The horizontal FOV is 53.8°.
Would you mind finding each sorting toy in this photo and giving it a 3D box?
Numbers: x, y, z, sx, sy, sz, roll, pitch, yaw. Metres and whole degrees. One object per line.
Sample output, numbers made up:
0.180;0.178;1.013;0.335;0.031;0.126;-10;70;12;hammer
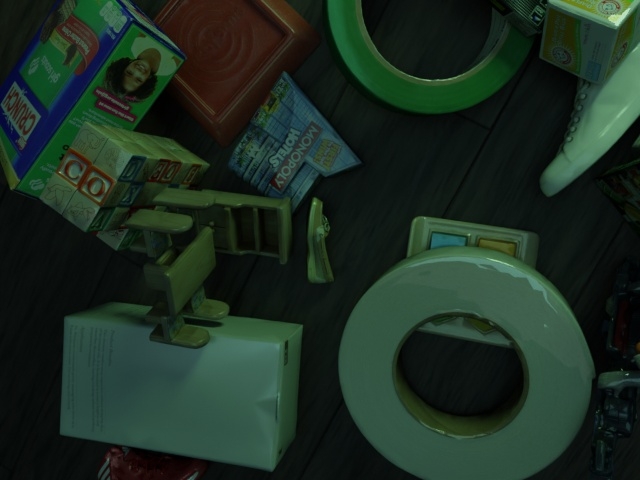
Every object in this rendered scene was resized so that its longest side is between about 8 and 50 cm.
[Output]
0.240;0.068;1.030;0.208;0.038;0.193;8;96;10;sorting toy

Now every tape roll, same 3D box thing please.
0.222;0.203;1.000;0.391;0.072;0.393;3;102;16;tape roll
0.164;-0.351;0.950;0.320;0.077;0.322;-1;98;-5;tape roll

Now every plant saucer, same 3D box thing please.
-0.176;-0.339;1.080;0.259;0.047;0.258;45;101;6;plant saucer

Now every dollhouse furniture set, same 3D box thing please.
-0.159;0.022;0.988;0.160;0.242;0.212;8;122;15;dollhouse furniture set

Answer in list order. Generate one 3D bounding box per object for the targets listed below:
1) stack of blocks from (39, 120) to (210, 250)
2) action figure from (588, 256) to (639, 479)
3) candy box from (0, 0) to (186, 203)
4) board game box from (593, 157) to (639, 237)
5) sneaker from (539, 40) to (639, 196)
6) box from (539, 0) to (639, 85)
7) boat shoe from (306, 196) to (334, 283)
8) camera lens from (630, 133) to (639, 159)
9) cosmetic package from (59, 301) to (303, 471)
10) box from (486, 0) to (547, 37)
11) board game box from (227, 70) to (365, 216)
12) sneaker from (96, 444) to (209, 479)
-0.301;-0.078;0.996;0.087;0.297;0.171;34;99;7;stack of blocks
0.469;0.168;0.845;0.178;0.330;0.342;10;73;23;action figure
-0.398;-0.250;1.032;0.317;0.122;0.268;-52;49;10;candy box
0.471;-0.056;0.862;0.030;0.259;0.136;-40;86;1;board game box
0.409;-0.198;0.952;0.123;0.106;0.290;42;90;9;sneaker
0.410;-0.336;0.881;0.103;0.114;0.203;36;74;27;box
0.000;0.001;1.058;0.048;0.056;0.153;0;108;-2;boat shoe
0.594;-0.181;0.848;0.219;0.219;0.274;38;100;6;camera lens
-0.233;0.237;1.080;0.384;0.156;0.218;7;96;10;cosmetic package
0.287;-0.421;0.892;0.190;0.045;0.184;36;93;-11;box
-0.033;-0.144;1.059;0.194;0.060;0.194;37;100;7;board game box
-0.318;0.411;1.144;0.221;0.087;0.128;-28;90;11;sneaker
